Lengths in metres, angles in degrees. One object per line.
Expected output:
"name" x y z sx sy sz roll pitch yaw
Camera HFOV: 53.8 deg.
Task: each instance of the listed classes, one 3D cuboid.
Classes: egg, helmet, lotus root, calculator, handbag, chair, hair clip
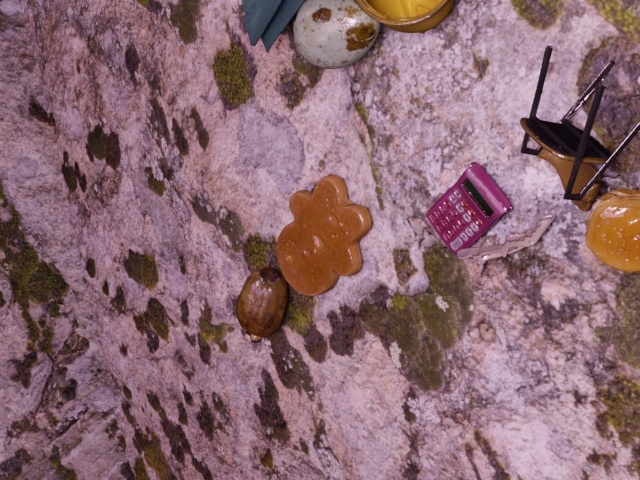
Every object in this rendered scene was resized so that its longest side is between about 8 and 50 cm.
"egg" 0.038 -0.464 1.379 0.231 0.169 0.169 7 107 54
"helmet" 0.176 -0.503 1.257 0.205 0.140 0.257 -36 64 11
"lotus root" -0.169 0.193 1.822 0.145 0.128 0.260 30 124 24
"calculator" 0.310 -0.063 1.335 0.126 0.034 0.190 55 139 16
"handbag" -0.090 -0.627 1.476 0.274 0.100 0.268 -44 49 47
"chair" 0.433 -0.172 1.075 0.158 0.173 0.246 -110 34 -50
"hair clip" 0.385 0.012 1.276 0.226 0.034 0.072 -29 105 41

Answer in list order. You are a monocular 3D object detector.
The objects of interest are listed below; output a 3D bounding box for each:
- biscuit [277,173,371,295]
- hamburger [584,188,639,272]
"biscuit" 0.002 -0.001 1.646 0.275 0.052 0.355 50 133 23
"hamburger" 0.531 -0.014 1.073 0.147 0.083 0.138 14 124 21
